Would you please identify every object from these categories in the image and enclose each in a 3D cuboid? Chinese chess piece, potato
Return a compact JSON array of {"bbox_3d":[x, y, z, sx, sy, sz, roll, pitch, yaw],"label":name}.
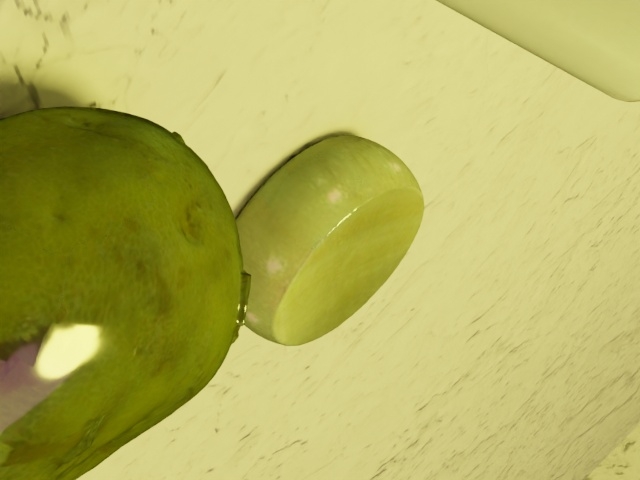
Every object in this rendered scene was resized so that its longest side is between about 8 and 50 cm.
[{"bbox_3d":[0.000,0.000,0.979,0.144,0.058,0.144,-38,155,-22],"label":"Chinese chess piece"},{"bbox_3d":[-0.129,0.030,0.673,0.186,0.148,0.253,-38,171,19],"label":"potato"}]

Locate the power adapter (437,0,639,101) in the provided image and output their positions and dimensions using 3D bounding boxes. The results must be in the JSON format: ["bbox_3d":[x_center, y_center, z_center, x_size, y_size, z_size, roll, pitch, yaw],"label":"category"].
[{"bbox_3d":[0.083,-0.191,0.638,0.255,0.124,0.187,24,121,-28],"label":"power adapter"}]
